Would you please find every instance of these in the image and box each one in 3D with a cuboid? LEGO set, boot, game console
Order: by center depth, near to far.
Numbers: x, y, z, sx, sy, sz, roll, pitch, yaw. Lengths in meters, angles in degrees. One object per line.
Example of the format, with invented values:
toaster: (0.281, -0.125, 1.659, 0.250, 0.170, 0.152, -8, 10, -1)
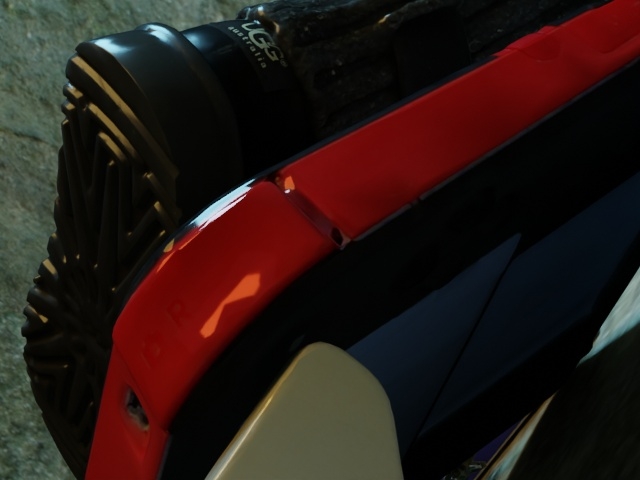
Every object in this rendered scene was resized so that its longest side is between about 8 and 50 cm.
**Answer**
game console: (0.044, 0.047, 0.807, 0.342, 0.060, 0.386, -28, -22, -27)
boot: (0.003, 0.002, 0.918, 0.260, 0.131, 0.348, -22, -30, -30)
LEGO set: (0.070, 0.130, 1.034, 0.083, 0.023, 0.054, -54, -28, -6)

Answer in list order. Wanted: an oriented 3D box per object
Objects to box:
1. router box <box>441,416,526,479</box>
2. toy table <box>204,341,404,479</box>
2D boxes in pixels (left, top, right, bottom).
router box: (0.049, 0.116, 1.218, 0.335, 0.082, 0.301, -53, 2, 15)
toy table: (-0.010, 0.176, 0.566, 0.252, 0.161, 0.274, -56, 4, -32)
